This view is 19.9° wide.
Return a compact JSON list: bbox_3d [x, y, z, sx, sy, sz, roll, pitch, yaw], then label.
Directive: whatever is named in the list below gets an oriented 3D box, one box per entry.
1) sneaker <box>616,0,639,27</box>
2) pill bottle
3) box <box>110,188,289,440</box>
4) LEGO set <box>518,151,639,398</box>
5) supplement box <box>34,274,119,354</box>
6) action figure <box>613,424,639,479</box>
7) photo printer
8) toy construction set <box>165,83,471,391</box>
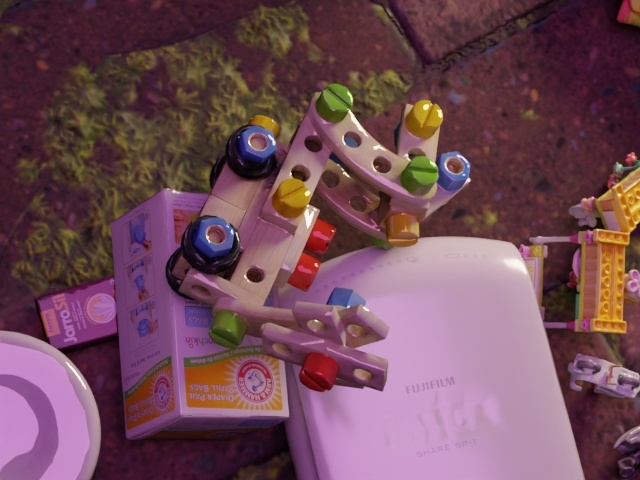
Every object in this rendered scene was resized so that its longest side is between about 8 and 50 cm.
[{"bbox_3d":[0.337,-0.230,1.781,0.094,0.081,0.208,-40,79,-7],"label":"sneaker"},{"bbox_3d":[-0.262,0.174,1.493,0.160,0.283,0.160,2,77,-7],"label":"pill bottle"},{"bbox_3d":[-0.108,0.070,1.607,0.114,0.103,0.203,6,70,-33],"label":"box"},{"bbox_3d":[0.265,0.002,1.721,0.132,0.107,0.287,34,66,-35],"label":"LEGO set"},{"bbox_3d":[-0.211,0.068,1.649,0.083,0.043,0.055,-16,82,-11],"label":"supplement box"},{"bbox_3d":[0.336,0.234,1.627,0.099,0.185,0.285,16,81,-22],"label":"action figure"},{"bbox_3d":[0.094,0.151,1.639,0.256,0.107,0.307,-11,79,-10],"label":"photo printer"},{"bbox_3d":[0.000,0.000,1.534,0.215,0.151,0.327,26,43,-5],"label":"toy construction set"}]
